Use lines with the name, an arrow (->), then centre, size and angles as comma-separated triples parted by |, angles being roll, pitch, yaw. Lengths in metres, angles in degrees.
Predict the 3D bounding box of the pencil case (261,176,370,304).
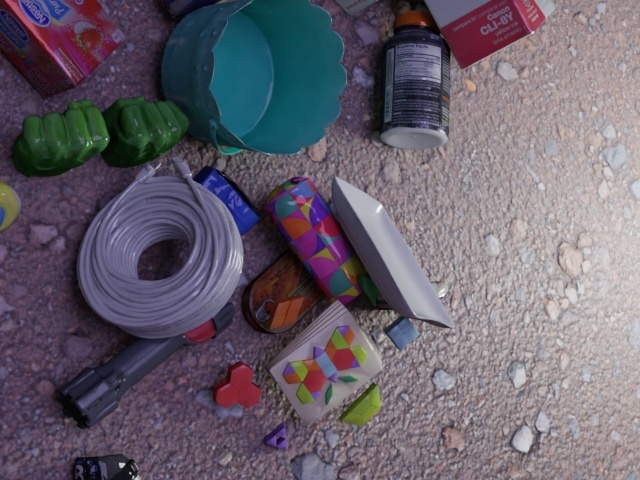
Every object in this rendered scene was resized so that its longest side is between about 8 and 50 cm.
pencil case -> 0.000, 0.000, 1.973 | 0.104, 0.104, 0.236 | -45, 107, -31

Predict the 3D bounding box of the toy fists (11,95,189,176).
toy fists -> -0.339, -0.167, 1.800 | 0.279, 0.142, 0.096 | -9, 85, -34

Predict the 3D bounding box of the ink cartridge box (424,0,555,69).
ink cartridge box -> 0.273, -0.552, 2.199 | 0.384, 0.160, 0.279 | 60, 28, -9

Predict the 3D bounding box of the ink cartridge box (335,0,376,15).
ink cartridge box -> 0.049, -0.495, 2.141 | 0.135, 0.099, 0.056 | 44, 60, -19

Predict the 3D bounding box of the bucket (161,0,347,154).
bucket -> -0.114, -0.272, 1.909 | 0.281, 0.183, 0.281 | -7, 100, -38

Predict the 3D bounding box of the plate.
plate -> 0.117, 0.034, 1.995 | 0.277, 0.045, 0.278 | 61, 13, 17

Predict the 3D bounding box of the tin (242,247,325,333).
tin -> -0.056, 0.085, 1.999 | 0.190, 0.040, 0.106 | -42, 100, -32

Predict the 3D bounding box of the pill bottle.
pill bottle -> 0.180, -0.303, 2.170 | 0.130, 0.130, 0.245 | 11, 75, -31

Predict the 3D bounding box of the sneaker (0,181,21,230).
sneaker -> -0.554, -0.078, 1.675 | 0.240, 0.091, 0.126 | 38, 63, -22

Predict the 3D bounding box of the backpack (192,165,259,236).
backpack -> -0.169, -0.053, 1.920 | 0.120, 0.098, 0.101 | 43, 90, -19

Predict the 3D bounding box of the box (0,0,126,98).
box -> -0.440, -0.359, 1.766 | 0.257, 0.123, 0.128 | 52, 59, -23

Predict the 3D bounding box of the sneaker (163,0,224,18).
sneaker -> -0.175, -0.514, 1.997 | 0.315, 0.127, 0.182 | -36, 97, -40

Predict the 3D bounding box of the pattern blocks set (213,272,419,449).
pattern blocks set -> 0.006, 0.209, 1.942 | 0.285, 0.026, 0.325 | 42, 85, -27

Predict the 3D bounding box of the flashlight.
flashlight -> -0.274, 0.175, 1.809 | 0.304, 0.103, 0.103 | -39, 136, -28

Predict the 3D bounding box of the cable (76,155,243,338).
cable -> -0.248, 0.025, 1.779 | 0.257, 0.089, 0.257 | -39, 62, -8

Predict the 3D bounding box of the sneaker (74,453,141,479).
sneaker -> -0.363, 0.391, 1.722 | 0.217, 0.079, 0.121 | -23, 90, -42

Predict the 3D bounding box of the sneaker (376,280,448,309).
sneaker -> 0.168, 0.080, 2.132 | 0.161, 0.057, 0.075 | -12, 93, -31
